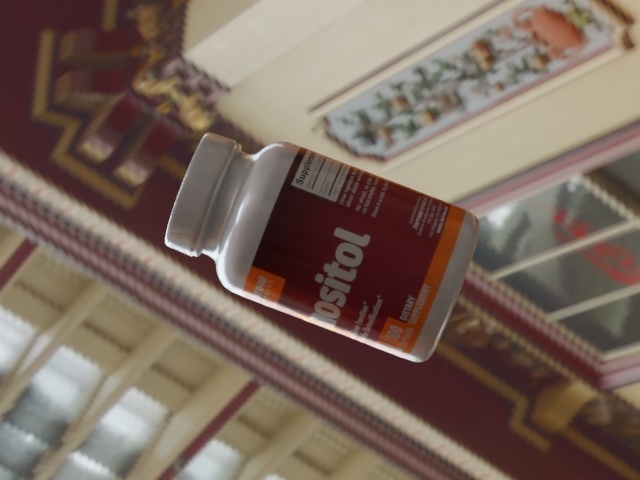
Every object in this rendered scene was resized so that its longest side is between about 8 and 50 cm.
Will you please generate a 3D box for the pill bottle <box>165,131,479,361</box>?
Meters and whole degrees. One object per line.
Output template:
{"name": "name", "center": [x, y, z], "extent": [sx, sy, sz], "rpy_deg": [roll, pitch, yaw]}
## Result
{"name": "pill bottle", "center": [0.000, 0.000, 0.902], "extent": [0.152, 0.086, 0.086], "rpy_deg": [21, -120, 1]}
